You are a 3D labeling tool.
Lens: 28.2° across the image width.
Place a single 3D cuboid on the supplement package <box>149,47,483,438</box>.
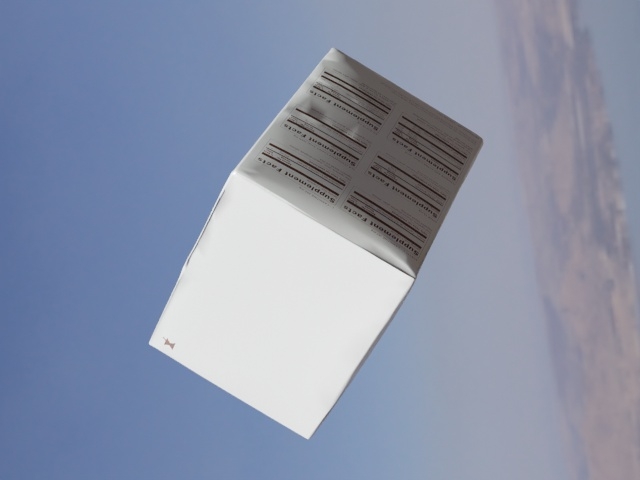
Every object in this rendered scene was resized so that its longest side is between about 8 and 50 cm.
[{"bbox_3d":[0.000,0.000,0.990,0.194,0.149,0.203,-60,-2,39],"label":"supplement package"}]
